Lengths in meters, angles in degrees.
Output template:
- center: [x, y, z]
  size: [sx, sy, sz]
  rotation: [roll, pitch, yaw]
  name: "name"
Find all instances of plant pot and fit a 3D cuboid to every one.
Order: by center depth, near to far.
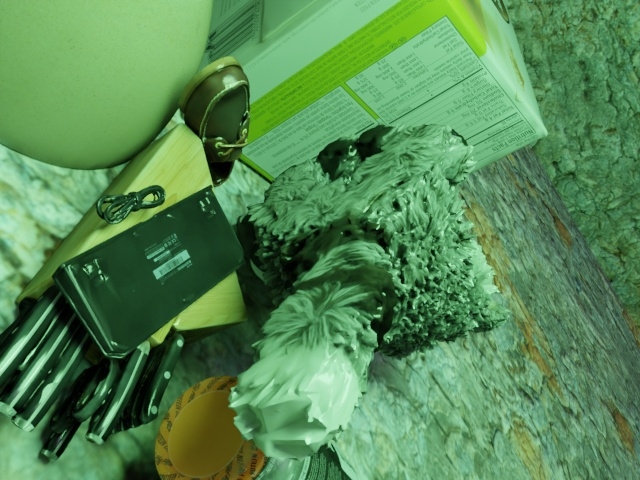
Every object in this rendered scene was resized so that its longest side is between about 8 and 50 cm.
- center: [-0.211, -0.235, 0.583]
  size: [0.284, 0.191, 0.284]
  rotation: [36, 40, -37]
  name: "plant pot"

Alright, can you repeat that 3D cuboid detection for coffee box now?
- center: [0.060, -0.271, 0.864]
  size: [0.334, 0.338, 0.337]
  rotation: [35, 41, -38]
  name: "coffee box"

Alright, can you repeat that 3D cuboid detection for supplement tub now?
- center: [-0.046, 0.195, 0.514]
  size: [0.190, 0.117, 0.117]
  rotation: [59, 25, -45]
  name: "supplement tub"

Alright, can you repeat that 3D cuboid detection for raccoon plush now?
- center: [0.053, 0.092, 0.613]
  size: [0.299, 0.216, 0.446]
  rotation: [63, 38, -27]
  name: "raccoon plush"

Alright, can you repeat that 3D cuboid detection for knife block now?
- center: [-0.185, 0.026, 0.512]
  size: [0.242, 0.088, 0.275]
  rotation: [3, 67, -54]
  name: "knife block"

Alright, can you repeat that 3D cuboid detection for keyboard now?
- center: [-0.133, 0.006, 0.497]
  size: [0.108, 0.023, 0.180]
  rotation: [65, 32, -11]
  name: "keyboard"

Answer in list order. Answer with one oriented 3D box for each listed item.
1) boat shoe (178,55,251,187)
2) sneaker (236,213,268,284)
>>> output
- center: [-0.105, -0.116, 0.653]
  size: [0.073, 0.207, 0.073]
  rotation: [-30, 86, -18]
  name: "boat shoe"
- center: [0.000, 0.000, 0.792]
  size: [0.272, 0.108, 0.100]
  rotation: [7, 62, -52]
  name: "sneaker"
